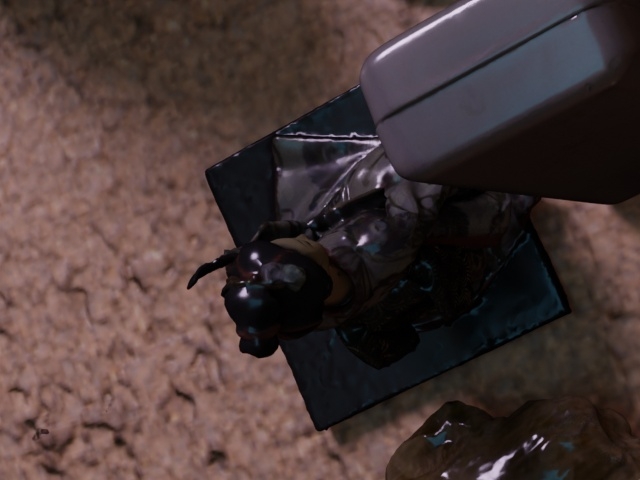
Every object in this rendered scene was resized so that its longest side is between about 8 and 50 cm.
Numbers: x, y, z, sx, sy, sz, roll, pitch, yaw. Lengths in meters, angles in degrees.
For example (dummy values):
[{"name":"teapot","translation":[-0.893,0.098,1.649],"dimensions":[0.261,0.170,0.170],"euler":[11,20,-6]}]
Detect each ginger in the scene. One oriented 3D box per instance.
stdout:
[{"name":"ginger","translation":[0.060,0.174,0.841],"dimensions":[0.333,0.080,0.166],"euler":[-32,68,20]}]

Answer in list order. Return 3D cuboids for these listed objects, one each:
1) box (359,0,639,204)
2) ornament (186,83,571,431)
[{"name":"box","translation":[0.110,-0.059,0.715],"dimensions":[0.103,0.244,0.055],"euler":[-28,77,23]},{"name":"ornament","translation":[0.000,0.000,0.798],"dimensions":[0.166,0.196,0.153],"euler":[-29,81,22]}]
